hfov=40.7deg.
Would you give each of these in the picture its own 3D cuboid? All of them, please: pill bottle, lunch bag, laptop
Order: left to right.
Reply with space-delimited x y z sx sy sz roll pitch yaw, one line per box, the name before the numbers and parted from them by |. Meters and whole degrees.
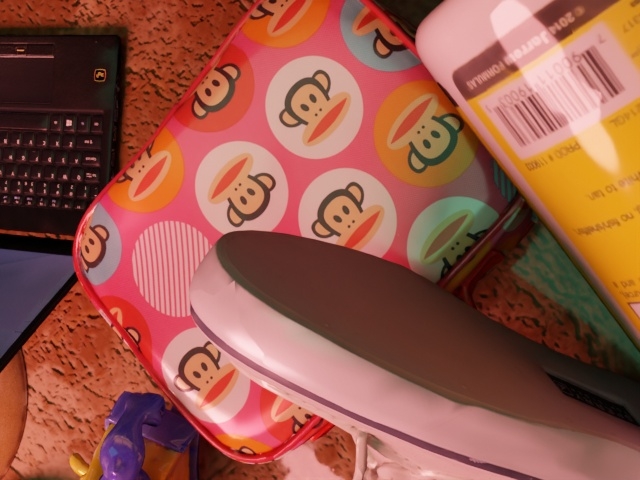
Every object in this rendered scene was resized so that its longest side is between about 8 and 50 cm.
laptop | -0.299 -0.044 0.685 0.234 0.136 0.264 5 93 20
lunch bag | 0.000 0.000 0.581 0.293 0.120 0.258 -46 76 15
pill bottle | 0.217 -0.029 0.439 0.188 0.188 0.334 -36 97 17

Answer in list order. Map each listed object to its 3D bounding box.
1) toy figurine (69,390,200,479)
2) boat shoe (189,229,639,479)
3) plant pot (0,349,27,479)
toy figurine | -0.114 0.222 0.627 0.191 0.217 0.362 14 140 6
boat shoe | 0.075 0.126 0.488 0.367 0.136 0.156 24 110 -22
plant pot | -0.367 0.132 0.769 0.237 0.032 0.236 0 91 20
